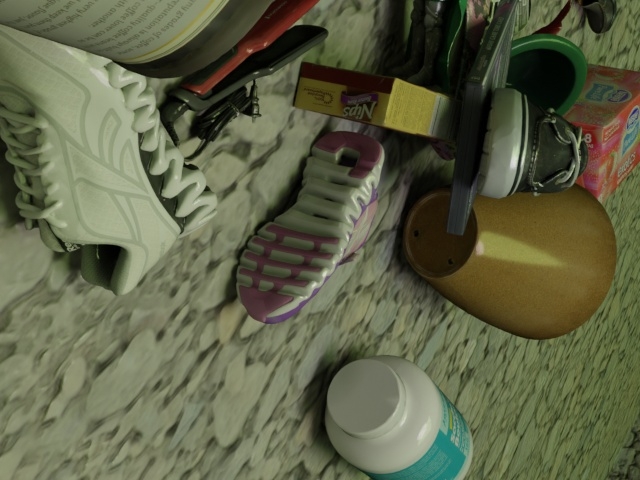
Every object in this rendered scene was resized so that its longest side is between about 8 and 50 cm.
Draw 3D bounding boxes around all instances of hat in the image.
[{"bbox_3d":[0.277,-0.272,1.427,0.209,0.183,0.173,15,129,-33],"label":"hat"}]

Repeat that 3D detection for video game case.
[{"bbox_3d":[0.199,-0.160,1.188,0.274,0.026,0.196,-60,158,-52],"label":"video game case"}]

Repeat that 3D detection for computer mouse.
[{"bbox_3d":[0.222,-0.295,1.310,0.193,0.042,0.106,-30,124,-44],"label":"computer mouse"}]

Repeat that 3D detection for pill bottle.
[{"bbox_3d":[0.096,0.235,1.240,0.146,0.146,0.264,-65,150,-15],"label":"pill bottle"}]

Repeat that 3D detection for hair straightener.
[{"bbox_3d":[-0.065,-0.136,0.879,0.230,0.047,0.089,-51,144,-35],"label":"hair straightener"}]

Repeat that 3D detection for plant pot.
[{"bbox_3d":[0.235,0.008,1.321,0.254,0.237,0.237,12,93,-48],"label":"plant pot"}]

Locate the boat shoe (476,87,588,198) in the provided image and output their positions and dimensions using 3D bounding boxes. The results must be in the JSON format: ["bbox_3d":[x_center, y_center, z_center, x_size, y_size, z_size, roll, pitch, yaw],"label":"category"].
[{"bbox_3d":[0.253,-0.112,1.140,0.335,0.119,0.121,-35,135,-72],"label":"boat shoe"}]

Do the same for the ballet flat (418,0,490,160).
[{"bbox_3d":[0.152,-0.207,1.203,0.079,0.077,0.221,-7,114,-40],"label":"ballet flat"}]

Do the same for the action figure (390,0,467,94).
[{"bbox_3d":[0.129,-0.291,1.082,0.064,0.137,0.232,3,109,-22],"label":"action figure"}]

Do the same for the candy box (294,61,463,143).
[{"bbox_3d":[0.067,-0.145,1.043,0.187,0.109,0.053,3,101,-61],"label":"candy box"}]

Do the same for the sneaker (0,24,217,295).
[{"bbox_3d":[-0.171,-0.063,0.682,0.118,0.110,0.292,-53,145,-18],"label":"sneaker"}]

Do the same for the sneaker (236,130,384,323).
[{"bbox_3d":[0.000,0.000,1.022,0.236,0.095,0.104,-58,155,-29],"label":"sneaker"}]

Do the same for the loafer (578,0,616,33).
[{"bbox_3d":[0.459,-0.414,1.657,0.061,0.062,0.170,-39,137,-14],"label":"loafer"}]

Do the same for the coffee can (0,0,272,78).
[{"bbox_3d":[-0.162,-0.207,0.451,0.275,0.202,0.201,11,94,-46],"label":"coffee can"}]

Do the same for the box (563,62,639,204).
[{"bbox_3d":[0.458,-0.184,1.668,0.300,0.142,0.154,-36,132,-48],"label":"box"}]
